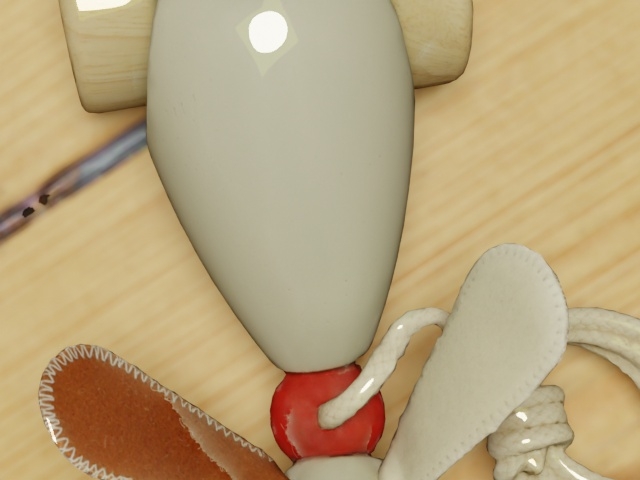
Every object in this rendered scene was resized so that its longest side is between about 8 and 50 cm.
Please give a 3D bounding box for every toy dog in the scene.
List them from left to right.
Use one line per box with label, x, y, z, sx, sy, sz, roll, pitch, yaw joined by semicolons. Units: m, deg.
toy dog;0.000;0.000;0.499;0.220;0.161;0.333;-30;84;-5
